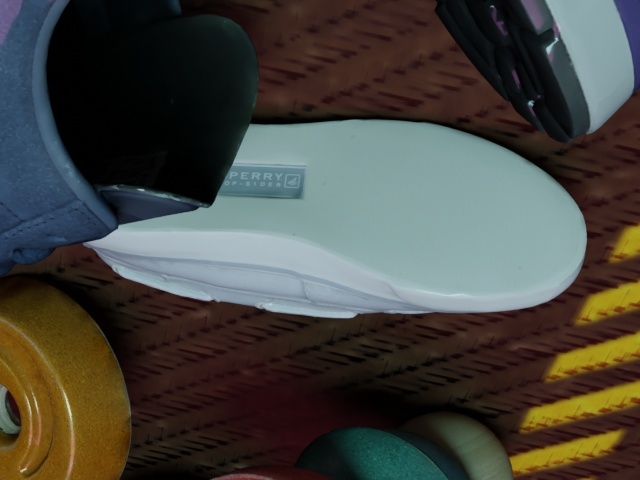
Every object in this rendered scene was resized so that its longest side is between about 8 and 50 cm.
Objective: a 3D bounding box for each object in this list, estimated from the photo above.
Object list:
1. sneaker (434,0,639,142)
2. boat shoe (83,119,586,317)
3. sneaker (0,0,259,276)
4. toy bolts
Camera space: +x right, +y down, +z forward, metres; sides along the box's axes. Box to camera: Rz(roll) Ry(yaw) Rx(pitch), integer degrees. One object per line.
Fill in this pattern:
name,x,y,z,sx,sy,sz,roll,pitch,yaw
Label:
sneaker,0.040,-0.169,0.331,0.124,0.107,0.283,-32,120,-3
boat shoe,0.000,0.000,0.549,0.184,0.066,0.063,1,154,7
sneaker,-0.110,-0.026,0.483,0.148,0.131,0.350,25,139,-10
toy bolts,-0.035,0.102,0.662,0.228,0.158,0.218,-10,97,37
